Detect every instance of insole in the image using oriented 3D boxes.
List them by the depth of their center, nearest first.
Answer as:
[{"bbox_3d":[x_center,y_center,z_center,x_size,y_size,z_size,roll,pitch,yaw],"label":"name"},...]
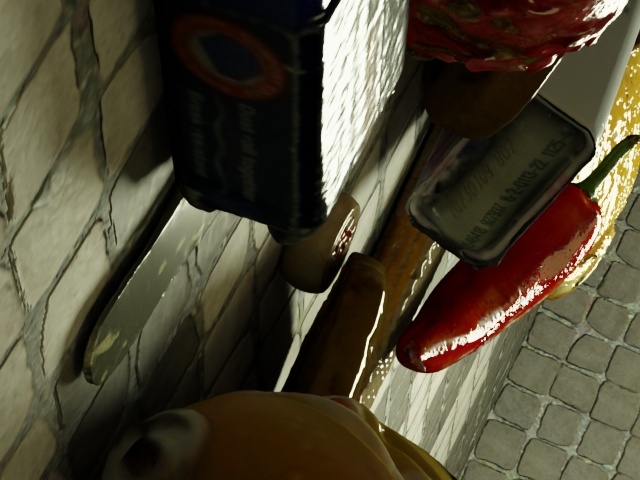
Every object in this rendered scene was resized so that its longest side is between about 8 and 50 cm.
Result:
[{"bbox_3d":[-0.082,-0.015,1.163,0.081,0.011,0.248,95,20,-53],"label":"insole"}]

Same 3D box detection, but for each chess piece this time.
[{"bbox_3d":[0.000,0.000,1.495,0.083,0.038,0.084,21,90,-78],"label":"chess piece"}]

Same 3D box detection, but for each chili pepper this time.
[{"bbox_3d":[0.186,0.035,1.888,0.368,0.092,0.137,-46,-177,-30],"label":"chili pepper"}]

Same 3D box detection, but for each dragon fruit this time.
[{"bbox_3d":[0.133,-0.228,1.298,0.268,0.210,0.205,70,24,-65],"label":"dragon fruit"}]

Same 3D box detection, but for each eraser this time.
[{"bbox_3d":[-0.015,-0.140,1.006,0.332,0.101,0.155,93,22,-61],"label":"eraser"}]

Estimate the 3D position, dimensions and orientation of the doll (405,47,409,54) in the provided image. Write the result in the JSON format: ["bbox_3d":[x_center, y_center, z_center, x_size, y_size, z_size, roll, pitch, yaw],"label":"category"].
[{"bbox_3d":[0.089,-0.191,1.536,0.114,0.039,0.057,-48,129,-23],"label":"doll"}]

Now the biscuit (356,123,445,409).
[{"bbox_3d":[0.071,0.041,1.848,0.094,0.054,0.379,81,34,-69],"label":"biscuit"}]

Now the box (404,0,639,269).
[{"bbox_3d":[0.198,-0.148,1.773,0.190,0.112,0.370,-53,-175,38],"label":"box"}]

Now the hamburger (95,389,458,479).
[{"bbox_3d":[-0.042,0.221,1.203,0.237,0.276,0.276,12,101,-66],"label":"hamburger"}]

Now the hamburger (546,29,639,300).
[{"bbox_3d":[0.258,-0.103,2.123,0.304,0.174,0.284,-46,153,-60],"label":"hamburger"}]

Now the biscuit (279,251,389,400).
[{"bbox_3d":[-0.027,0.171,1.500,0.359,0.046,0.359,-154,-90,-88],"label":"biscuit"}]

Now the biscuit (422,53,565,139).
[{"bbox_3d":[0.182,-0.259,1.567,0.367,0.063,0.314,-59,-164,21],"label":"biscuit"}]
